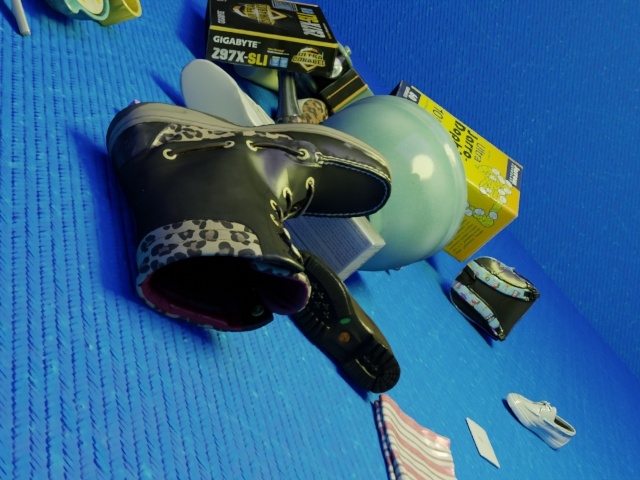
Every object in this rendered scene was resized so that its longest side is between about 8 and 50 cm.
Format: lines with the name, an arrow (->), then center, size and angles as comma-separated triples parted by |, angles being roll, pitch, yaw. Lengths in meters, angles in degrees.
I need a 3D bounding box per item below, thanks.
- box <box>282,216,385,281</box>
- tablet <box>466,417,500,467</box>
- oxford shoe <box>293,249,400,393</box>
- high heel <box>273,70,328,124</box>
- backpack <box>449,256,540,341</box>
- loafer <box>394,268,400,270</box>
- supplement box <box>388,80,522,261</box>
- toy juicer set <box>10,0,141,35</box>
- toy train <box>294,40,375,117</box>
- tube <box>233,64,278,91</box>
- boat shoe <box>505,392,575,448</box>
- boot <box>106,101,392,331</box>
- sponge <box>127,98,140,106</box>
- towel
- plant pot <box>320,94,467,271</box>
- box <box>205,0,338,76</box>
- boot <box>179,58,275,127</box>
box -> 0.000, 0.000, 1.235 | 0.126, 0.137, 0.072 | 52, 16, 11
tablet -> 0.268, 0.333, 1.398 | 0.054, 0.006, 0.083 | 39, 19, -29
oxford shoe -> 0.022, 0.108, 1.178 | 0.227, 0.083, 0.096 | 55, 7, -5
high heel -> -0.038, -0.221, 1.791 | 0.261, 0.093, 0.186 | 49, 34, -62
backpack -> 0.380, 0.118, 1.911 | 0.173, 0.158, 0.117 | 36, 9, -1
loafer -> 0.125, 0.018, 1.687 | 0.039, 0.045, 0.125 | 18, 24, -29
supplement box -> 0.254, -0.154, 1.915 | 0.357, 0.195, 0.194 | 34, 41, -12
toy juicer set -> -0.370, -0.409, 1.216 | 0.209, 0.090, 0.329 | 65, 16, -11
toy train -> 0.030, -0.343, 1.982 | 0.190, 0.142, 0.334 | 55, -5, -5
tube -> -0.122, -0.375, 1.897 | 0.240, 0.062, 0.070 | 4, 86, -73
boat shoe -> 0.442, 0.351, 1.689 | 0.184, 0.063, 0.066 | 42, 18, -21
boot -> -0.061, -0.025, 1.010 | 0.378, 0.138, 0.284 | 11, 37, -25
sponge -> -0.183, -0.107, 1.200 | 0.210, 0.031, 0.117 | 33, 23, -43
towel -> 0.137, 0.300, 1.106 | 0.144, 0.029, 0.197 | 40, 19, -25
plant pot -> 0.061, -0.071, 1.366 | 0.293, 0.293, 0.196 | 51, 41, 9
box -> -0.112, -0.441, 1.787 | 0.257, 0.079, 0.322 | 7, 27, -11
boot -> -0.142, -0.205, 1.444 | 0.258, 0.095, 0.123 | 51, 9, -20
